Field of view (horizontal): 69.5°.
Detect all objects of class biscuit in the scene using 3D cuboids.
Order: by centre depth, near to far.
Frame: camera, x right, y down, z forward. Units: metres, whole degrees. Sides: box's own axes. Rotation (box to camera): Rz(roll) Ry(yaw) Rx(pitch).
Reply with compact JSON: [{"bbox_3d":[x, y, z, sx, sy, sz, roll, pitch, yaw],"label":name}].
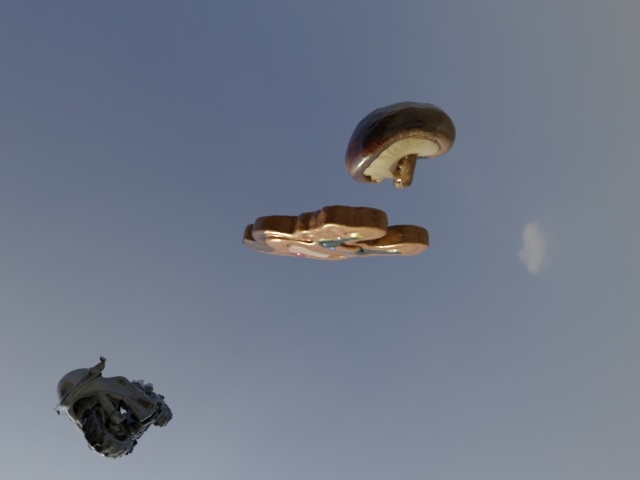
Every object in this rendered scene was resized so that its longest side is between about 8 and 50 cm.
[{"bbox_3d":[0.000,0.000,0.744,0.202,0.334,0.047,18,-105,-44],"label":"biscuit"}]

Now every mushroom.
[{"bbox_3d":[0.154,-0.209,0.943,0.194,0.231,0.138,57,-163,-56],"label":"mushroom"}]

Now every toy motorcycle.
[{"bbox_3d":[-0.339,0.272,0.767,0.159,0.270,0.106,40,-98,4],"label":"toy motorcycle"}]
